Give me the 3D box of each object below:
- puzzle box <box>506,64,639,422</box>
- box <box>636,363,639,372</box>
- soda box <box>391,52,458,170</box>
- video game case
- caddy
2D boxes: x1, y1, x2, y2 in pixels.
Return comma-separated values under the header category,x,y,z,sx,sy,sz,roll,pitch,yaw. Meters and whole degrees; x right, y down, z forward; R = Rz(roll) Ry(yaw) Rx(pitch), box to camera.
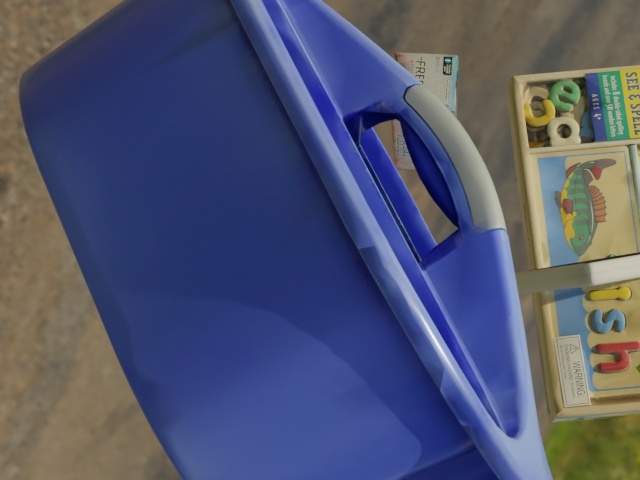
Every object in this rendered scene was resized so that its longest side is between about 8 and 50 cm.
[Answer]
category,x,y,z,sx,sy,sz,roll,pitch,yaw
puzzle box,0.374,-0.003,1.943,0.052,0.272,0.409,102,-17,-77
box,0.400,0.178,1.716,0.042,0.109,0.178,-43,-162,0
soda box,0.100,-0.120,1.625,0.183,0.063,0.058,77,17,-74
video game case,0.359,0.020,1.738,0.285,0.025,0.204,-8,178,-17
caddy,0.000,0.000,0.837,0.179,0.341,0.241,-30,154,7
